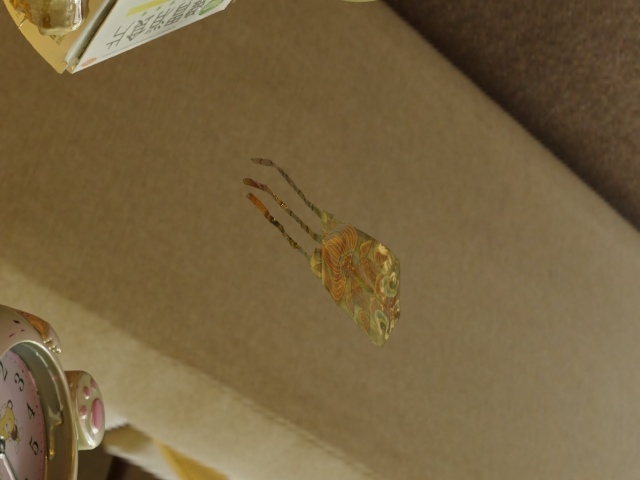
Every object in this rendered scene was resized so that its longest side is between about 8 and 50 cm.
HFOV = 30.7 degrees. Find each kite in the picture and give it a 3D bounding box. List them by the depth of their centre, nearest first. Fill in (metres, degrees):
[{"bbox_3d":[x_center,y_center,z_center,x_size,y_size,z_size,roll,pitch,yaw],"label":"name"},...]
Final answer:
[{"bbox_3d":[0.002,-0.001,1.135,0.229,0.016,0.127,45,141,25],"label":"kite"}]

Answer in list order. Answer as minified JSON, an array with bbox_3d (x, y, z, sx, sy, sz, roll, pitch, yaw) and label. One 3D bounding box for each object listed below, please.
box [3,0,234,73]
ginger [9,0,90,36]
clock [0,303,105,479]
[{"bbox_3d":[-0.212,-0.344,1.421,0.145,0.333,0.173,49,131,4],"label":"box"},{"bbox_3d":[-0.204,-0.382,1.087,0.166,0.376,0.236,-5,-170,-34],"label":"ginger"},{"bbox_3d":[-0.314,0.189,1.083,0.114,0.284,0.309,-4,139,13],"label":"clock"}]
